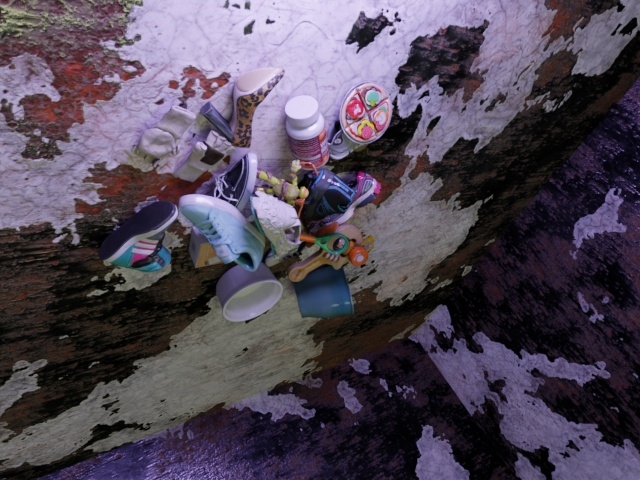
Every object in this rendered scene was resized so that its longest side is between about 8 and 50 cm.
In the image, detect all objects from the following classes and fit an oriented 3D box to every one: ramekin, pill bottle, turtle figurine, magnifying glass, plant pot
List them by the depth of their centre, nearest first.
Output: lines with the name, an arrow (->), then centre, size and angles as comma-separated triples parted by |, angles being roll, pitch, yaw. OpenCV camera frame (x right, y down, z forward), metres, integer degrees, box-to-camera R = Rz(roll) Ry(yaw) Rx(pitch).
pill bottle -> -0.042, -0.336, 1.349 | 0.121, 0.121, 0.221 | -28, 149, -9
turtle figurine -> -0.132, -0.167, 1.436 | 0.217, 0.087, 0.270 | 13, 143, -4
magnifying glass -> 0.000, 0.000, 1.677 | 0.230, 0.026, 0.092 | 10, 121, -17
ramekin -> -0.314, 0.214, 1.850 | 0.277, 0.135, 0.277 | -24, 149, -16
plant pot -> 0.007, 0.268, 2.120 | 0.255, 0.272, 0.272 | -14, 147, -5

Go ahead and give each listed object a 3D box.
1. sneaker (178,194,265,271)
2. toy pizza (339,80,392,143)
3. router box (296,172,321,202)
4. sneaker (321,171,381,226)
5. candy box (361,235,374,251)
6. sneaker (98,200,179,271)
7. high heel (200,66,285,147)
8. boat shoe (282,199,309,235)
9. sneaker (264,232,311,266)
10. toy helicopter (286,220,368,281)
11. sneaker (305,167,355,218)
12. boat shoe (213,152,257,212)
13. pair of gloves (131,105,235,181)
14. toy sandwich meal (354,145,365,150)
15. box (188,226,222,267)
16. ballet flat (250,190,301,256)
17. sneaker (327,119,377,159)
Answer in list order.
sneaker -> -0.304, -0.012, 1.373 | 0.135, 0.150, 0.366 | -21, 142, 29
toy pizza -> 0.157, -0.421, 1.420 | 0.201, 0.032, 0.202 | -10, 116, -22
router box -> -0.032, -0.199, 1.628 | 0.092, 0.038, 0.123 | -9, 142, -36
sneaker -> 0.107, -0.169, 1.751 | 0.112, 0.121, 0.299 | 38, 122, -21
candy box -> 0.182, 0.054, 2.193 | 0.205, 0.027, 0.105 | -27, 152, -11
sneaker -> -0.528, 0.004, 1.362 | 0.295, 0.124, 0.178 | -31, 145, 12
high heel -> -0.177, -0.366, 1.197 | 0.261, 0.093, 0.186 | -25, 146, 17
boat shoe -> -0.111, -0.075, 1.666 | 0.089, 0.105, 0.285 | -15, 150, 4
sneaker -> -0.135, 0.046, 1.831 | 0.237, 0.086, 0.085 | -33, 151, 2
toy helicopter -> 0.010, 0.051, 1.776 | 0.354, 0.140, 0.235 | -32, 131, -1
sneaker -> 0.032, -0.129, 1.529 | 0.125, 0.139, 0.341 | -60, 178, -13
boat shoe -> -0.291, -0.165, 1.373 | 0.104, 0.113, 0.306 | 7, 146, -28
pair of gloves -> -0.381, -0.254, 1.195 | 0.204, 0.042, 0.240 | -33, 150, 19
toy sandwich meal -> 0.148, -0.366, 1.577 | 0.085, 0.029, 0.086 | -34, 158, -16
box -> -0.377, 0.012, 1.552 | 0.170, 0.091, 0.130 | -10, 142, -33
ballet flat -> -0.138, -0.063, 1.455 | 0.146, 0.147, 0.409 | -30, 162, -7
sneaker -> 0.112, -0.379, 1.470 | 0.228, 0.086, 0.132 | -35, 147, 5
